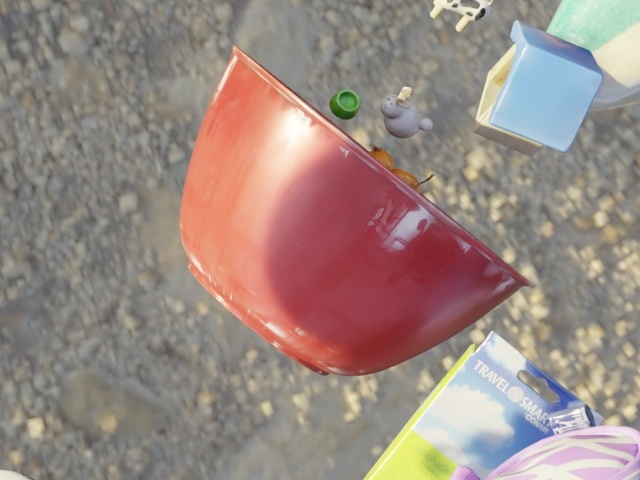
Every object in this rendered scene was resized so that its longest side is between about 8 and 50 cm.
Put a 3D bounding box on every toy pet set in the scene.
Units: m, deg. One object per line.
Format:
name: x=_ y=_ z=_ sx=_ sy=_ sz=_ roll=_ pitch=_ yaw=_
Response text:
toy pet set: x=0.072 y=-0.079 z=0.837 sx=0.114 sy=0.122 sz=0.065 roll=21 pitch=155 yaw=-10

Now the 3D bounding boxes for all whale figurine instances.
whale figurine: x=0.232 y=-0.178 z=1.240 sx=0.272 sy=0.216 sz=0.141 roll=-28 pitch=84 yaw=-13

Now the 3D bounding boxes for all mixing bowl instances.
mixing bowl: x=0.000 y=0.000 z=0.821 sx=0.181 sy=0.181 sz=0.098 roll=36 pitch=95 yaw=-34

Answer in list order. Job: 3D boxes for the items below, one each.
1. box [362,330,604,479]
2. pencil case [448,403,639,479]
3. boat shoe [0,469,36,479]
box: x=0.111 y=0.162 z=1.255 sx=0.109 sy=0.042 sz=0.178 roll=38 pitch=100 yaw=0
pencil case: x=0.121 y=0.176 z=0.696 sx=0.088 sy=0.086 sz=0.206 roll=-18 pitch=98 yaw=22
boat shoe: x=-0.112 y=0.248 z=1.153 sx=0.102 sy=0.301 sz=0.108 roll=-27 pitch=141 yaw=-46
